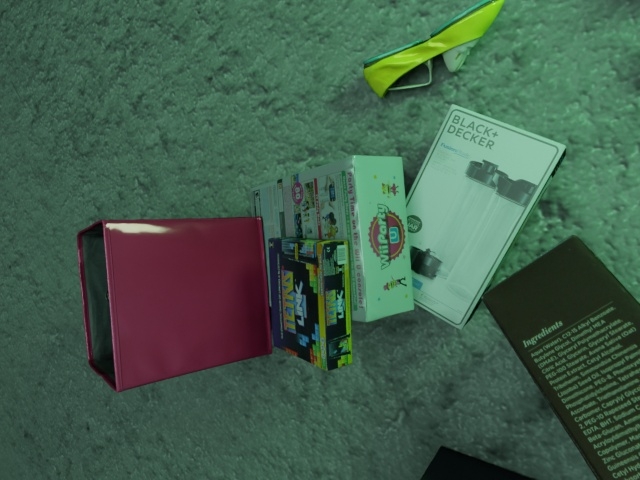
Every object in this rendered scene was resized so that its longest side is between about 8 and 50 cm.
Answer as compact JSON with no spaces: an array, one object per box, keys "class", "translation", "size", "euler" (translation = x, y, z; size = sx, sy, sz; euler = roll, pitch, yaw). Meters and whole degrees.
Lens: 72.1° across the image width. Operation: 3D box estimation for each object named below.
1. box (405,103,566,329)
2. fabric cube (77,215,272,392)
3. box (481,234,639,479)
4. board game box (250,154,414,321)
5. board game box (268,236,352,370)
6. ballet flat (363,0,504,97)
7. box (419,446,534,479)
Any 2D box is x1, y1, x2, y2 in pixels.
[{"class":"box","translation":[0.214,-0.036,0.665],"size":[0.169,0.087,0.289],"euler":[32,106,24]},{"class":"fabric cube","translation":[-0.269,0.092,0.795],"size":[0.259,0.258,0.253],"euler":[-6,90,53]},{"class":"box","translation":[0.355,0.195,0.462],"size":[0.143,0.191,0.381],"euler":[-43,47,22]},{"class":"board game box","translation":[0.000,0.000,0.714],"size":[0.304,0.098,0.223],"euler":[-3,92,55]},{"class":"board game box","translation":[-0.018,0.081,0.628],"size":[0.141,0.048,0.170],"euler":[3,97,52]},{"class":"ballet flat","translation":[0.177,-0.292,0.690],"size":[0.231,0.077,0.077],"euler":[-16,106,31]},{"class":"box","translation":[0.176,0.512,0.566],"size":[0.179,0.343,0.311],"euler":[8,97,30]}]
